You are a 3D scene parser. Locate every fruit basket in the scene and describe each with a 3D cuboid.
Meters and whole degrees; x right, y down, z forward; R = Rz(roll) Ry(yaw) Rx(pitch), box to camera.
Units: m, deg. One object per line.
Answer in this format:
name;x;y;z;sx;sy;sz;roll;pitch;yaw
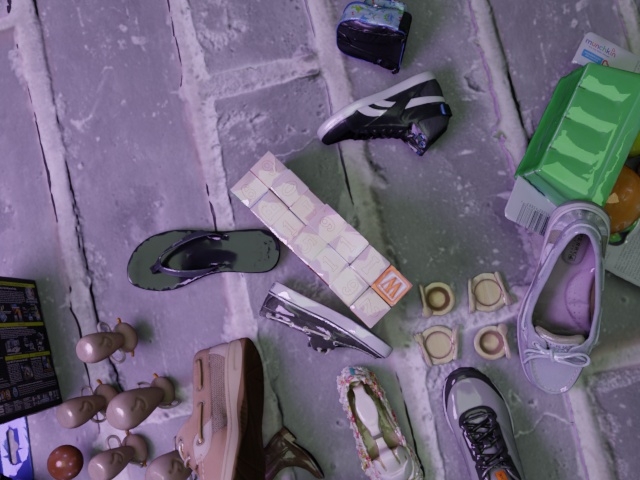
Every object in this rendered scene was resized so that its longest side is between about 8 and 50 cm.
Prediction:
fruit basket;0.498;-0.105;1.151;0.353;0.165;0.327;26;86;-11

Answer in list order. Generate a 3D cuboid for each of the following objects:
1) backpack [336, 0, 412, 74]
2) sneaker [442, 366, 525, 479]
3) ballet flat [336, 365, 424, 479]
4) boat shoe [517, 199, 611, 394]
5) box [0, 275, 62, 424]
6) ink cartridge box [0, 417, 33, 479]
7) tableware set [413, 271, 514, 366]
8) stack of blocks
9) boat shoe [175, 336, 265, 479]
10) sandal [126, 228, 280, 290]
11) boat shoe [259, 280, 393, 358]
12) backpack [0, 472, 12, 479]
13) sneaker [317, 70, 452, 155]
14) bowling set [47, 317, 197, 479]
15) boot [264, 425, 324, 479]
backpack;0.086;-0.342;1.197;0.114;0.105;0.084;14;63;4
sneaker;0.263;0.324;1.121;0.100;0.108;0.271;-18;83;2
ballet flat;0.090;0.309;1.145;0.091;0.077;0.241;-28;85;-1
boat shoe;0.357;0.101;1.082;0.118;0.103;0.320;13;119;15
box;-0.481;0.161;1.087;0.060;0.270;0.216;-16;85;0
ink cartridge box;-0.586;0.350;1.184;0.224;0.045;0.223;-10;84;1
tableware set;0.231;0.127;1.184;0.168;0.020;0.141;-7;84;1
stack of blocks;0.000;0.000;1.131;0.297;0.171;0.087;45;88;6
boat shoe;-0.149;0.302;1.081;0.110;0.121;0.341;-12;43;10
sandal;-0.195;0.022;1.195;0.254;0.054;0.097;-11;84;1
boat shoe;0.007;0.143;1.168;0.219;0.078;0.070;26;85;13
backpack;-0.462;0.532;1.075;0.276;0.213;0.263;39;102;-12
sneaker;0.113;-0.178;1.188;0.217;0.079;0.121;-27;83;-2
bowling set;-0.325;0.282;1.151;0.200;0.154;0.287;-29;85;18
boot;-0.065;0.371;1.164;0.114;0.037;0.106;-43;71;-5
